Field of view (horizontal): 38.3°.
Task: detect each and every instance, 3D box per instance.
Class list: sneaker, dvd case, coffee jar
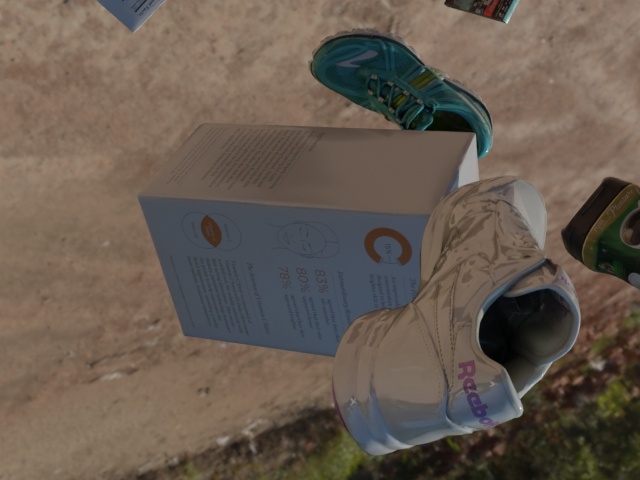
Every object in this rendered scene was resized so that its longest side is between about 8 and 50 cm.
[{"bbox_3d":[0.132,0.043,0.664,0.152,0.114,0.305,-15,-157,37],"label":"sneaker"},{"bbox_3d":[0.222,-0.336,1.209,0.013,0.119,0.087,22,97,-41],"label":"dvd case"},{"bbox_3d":[0.115,-0.192,1.223,0.275,0.110,0.107,22,124,-15],"label":"sneaker"},{"bbox_3d":[0.333,0.012,0.904,0.096,0.184,0.079,-48,143,-9],"label":"coffee jar"}]

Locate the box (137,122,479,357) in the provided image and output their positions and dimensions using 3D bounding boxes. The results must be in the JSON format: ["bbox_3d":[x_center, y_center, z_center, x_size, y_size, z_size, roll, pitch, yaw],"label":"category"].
[{"bbox_3d":[0.000,0.000,1.060,0.168,0.345,0.215,-58,146,-47],"label":"box"}]

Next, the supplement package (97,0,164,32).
[{"bbox_3d":[-0.391,-0.539,1.734,0.244,0.139,0.134,40,118,-23],"label":"supplement package"}]
